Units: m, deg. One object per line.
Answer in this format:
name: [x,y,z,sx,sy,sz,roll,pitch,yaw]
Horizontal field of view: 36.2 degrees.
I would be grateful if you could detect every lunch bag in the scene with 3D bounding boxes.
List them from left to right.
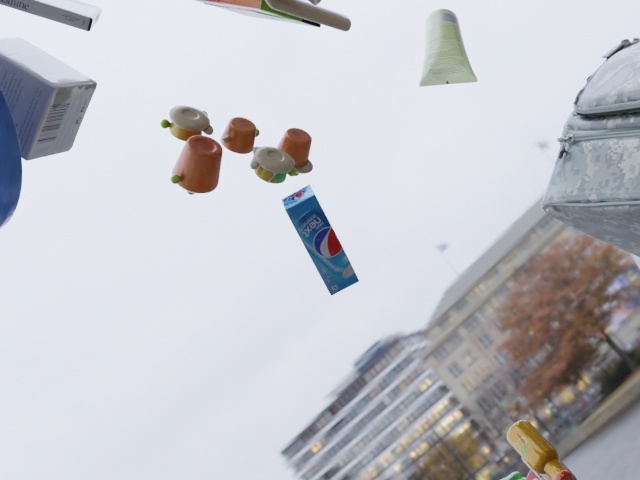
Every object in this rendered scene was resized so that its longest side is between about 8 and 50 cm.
lunch bag: [0.422,-0.118,1.099,0.305,0.213,0.256,4,72,67]

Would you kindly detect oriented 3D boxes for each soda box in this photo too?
soda box: [0.000,0.000,1.939,0.067,0.210,0.071,-28,23,1]

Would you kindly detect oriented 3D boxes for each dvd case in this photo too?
dvd case: [-0.445,-0.356,1.403,0.180,0.253,0.022,-113,40,-70]

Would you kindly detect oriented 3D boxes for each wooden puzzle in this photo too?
wooden puzzle: [-0.103,-0.361,1.482,0.221,0.239,0.044,-1,-70,-56]

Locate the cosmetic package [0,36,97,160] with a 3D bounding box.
cosmetic package: [-0.537,-0.259,1.769,0.151,0.184,0.151,-62,-9,19]

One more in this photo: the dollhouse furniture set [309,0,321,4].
dollhouse furniture set: [0.050,-0.534,1.298,0.355,0.174,0.303,-44,-30,-8]

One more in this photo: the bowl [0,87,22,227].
bowl: [-0.639,-0.181,1.592,0.077,0.391,0.391,-31,-18,-44]

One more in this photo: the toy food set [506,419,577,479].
toy food set: [0.282,0.366,1.332,0.111,0.104,0.232,6,-64,-33]

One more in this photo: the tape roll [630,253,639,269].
tape roll: [0.546,-0.019,1.338,0.246,0.169,0.246,-33,11,8]

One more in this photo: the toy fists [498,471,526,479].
toy fists: [0.377,0.504,1.591,0.142,0.279,0.096,-30,-33,-18]

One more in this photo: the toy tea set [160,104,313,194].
toy tea set: [-0.168,-0.163,2.028,0.336,0.200,0.124,8,-52,-20]

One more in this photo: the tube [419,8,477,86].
tube: [0.208,-0.315,1.644,0.070,0.062,0.240,-42,23,27]
